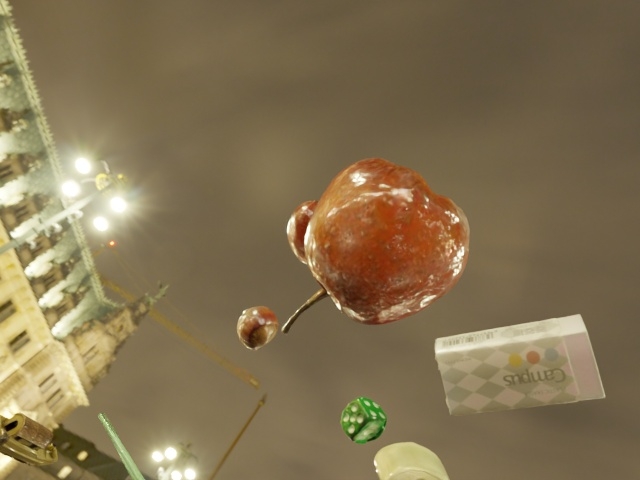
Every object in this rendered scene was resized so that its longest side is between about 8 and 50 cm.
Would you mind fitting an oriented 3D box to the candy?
[{"bbox_3d":[-0.437,0.519,1.115,0.335,0.093,0.092,37,-3,33],"label":"candy"}]

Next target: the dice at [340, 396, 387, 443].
[{"bbox_3d":[0.160,0.668,1.806,0.128,0.120,0.131,27,-74,-36],"label":"dice"}]

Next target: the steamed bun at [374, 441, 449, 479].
[{"bbox_3d":[0.315,0.771,1.611,0.250,0.200,0.155,24,-78,-7],"label":"steamed bun"}]

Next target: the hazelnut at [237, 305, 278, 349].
[{"bbox_3d":[-0.126,0.170,0.965,0.086,0.086,0.086,16,-52,21],"label":"hazelnut"}]

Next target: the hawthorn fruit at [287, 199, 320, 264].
[{"bbox_3d":[0.000,0.000,1.531,0.205,0.205,0.254,5,-84,28],"label":"hawthorn fruit"}]

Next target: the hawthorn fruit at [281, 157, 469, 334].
[{"bbox_3d":[0.090,0.012,0.689,0.231,0.263,0.235,17,-28,9],"label":"hawthorn fruit"}]

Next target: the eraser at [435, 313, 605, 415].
[{"bbox_3d":[0.530,0.343,1.331,0.396,0.082,0.213,-16,-101,22],"label":"eraser"}]

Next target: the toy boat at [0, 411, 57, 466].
[{"bbox_3d":[-0.687,0.468,1.138,0.068,0.088,0.226,52,-14,41],"label":"toy boat"}]
